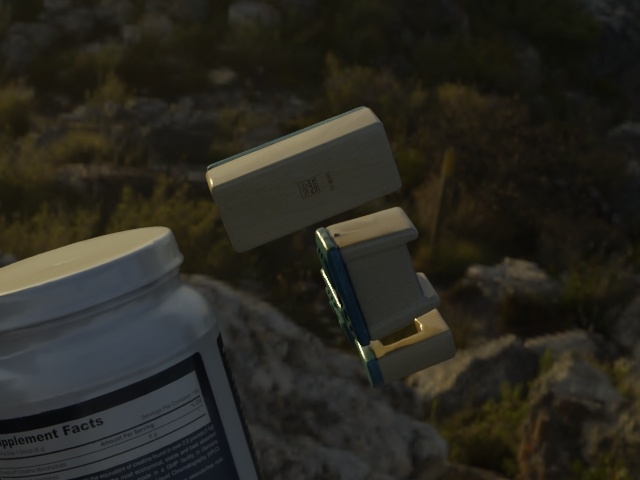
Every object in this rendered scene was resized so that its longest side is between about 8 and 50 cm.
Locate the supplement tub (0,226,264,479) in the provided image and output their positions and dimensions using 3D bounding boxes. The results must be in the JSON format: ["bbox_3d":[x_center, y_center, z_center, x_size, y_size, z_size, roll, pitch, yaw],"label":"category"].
[{"bbox_3d":[-0.148,0.144,0.956,0.191,0.272,0.191,-15,9,3],"label":"supplement tub"}]

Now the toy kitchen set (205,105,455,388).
[{"bbox_3d":[0.000,0.000,0.982,0.122,0.207,0.166,-21,25,-3],"label":"toy kitchen set"}]
